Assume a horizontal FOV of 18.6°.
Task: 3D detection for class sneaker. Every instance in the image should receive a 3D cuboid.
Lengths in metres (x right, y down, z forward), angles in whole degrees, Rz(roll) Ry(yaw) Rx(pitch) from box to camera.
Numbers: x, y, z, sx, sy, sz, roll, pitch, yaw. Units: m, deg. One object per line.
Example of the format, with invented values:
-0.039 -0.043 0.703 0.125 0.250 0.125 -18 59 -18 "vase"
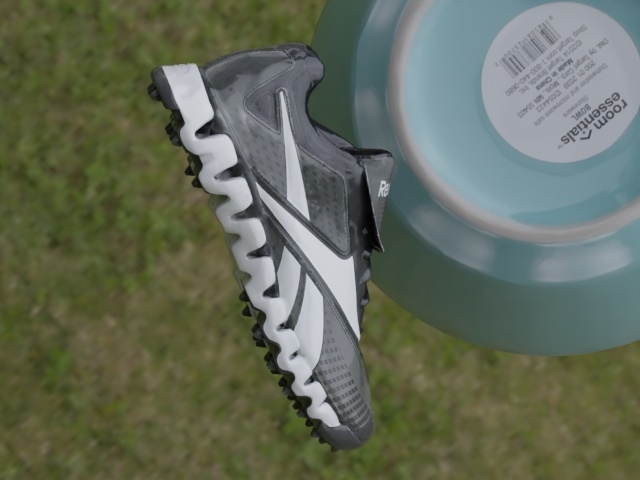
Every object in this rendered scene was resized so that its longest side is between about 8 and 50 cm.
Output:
0.000 0.000 1.026 0.078 0.106 0.234 -125 -168 -75 "sneaker"

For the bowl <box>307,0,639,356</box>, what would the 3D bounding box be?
0.132 -0.084 1.148 0.311 0.311 0.163 55 5 5 "bowl"
